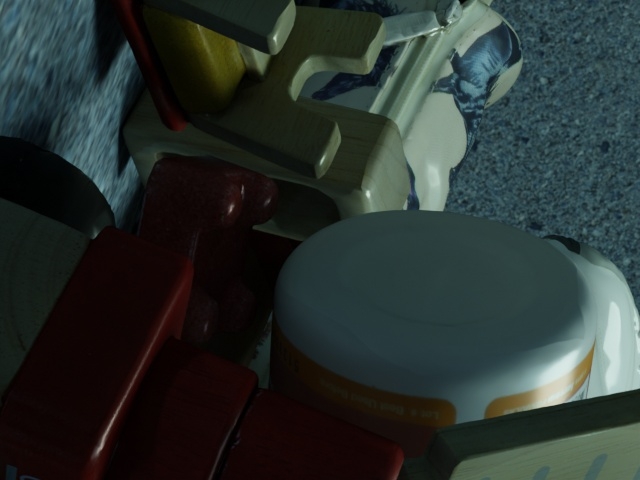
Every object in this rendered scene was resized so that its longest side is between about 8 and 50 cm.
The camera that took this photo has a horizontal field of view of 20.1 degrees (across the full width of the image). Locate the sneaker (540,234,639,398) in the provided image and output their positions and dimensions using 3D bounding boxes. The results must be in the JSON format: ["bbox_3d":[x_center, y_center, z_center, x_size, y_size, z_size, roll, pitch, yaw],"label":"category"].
[{"bbox_3d":[0.079,0.132,0.977,0.129,0.111,0.297,-30,148,-60],"label":"sneaker"}]

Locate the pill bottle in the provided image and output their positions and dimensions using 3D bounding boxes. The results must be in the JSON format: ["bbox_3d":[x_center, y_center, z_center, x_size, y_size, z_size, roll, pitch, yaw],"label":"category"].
[{"bbox_3d":[0.037,0.107,0.714,0.121,0.121,0.216,-63,160,-59],"label":"pill bottle"}]

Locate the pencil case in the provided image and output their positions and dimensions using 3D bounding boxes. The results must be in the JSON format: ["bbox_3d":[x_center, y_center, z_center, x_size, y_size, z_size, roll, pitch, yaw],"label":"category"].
[{"bbox_3d":[0.000,0.000,1.140,0.183,0.160,0.410,107,6,-56],"label":"pencil case"}]

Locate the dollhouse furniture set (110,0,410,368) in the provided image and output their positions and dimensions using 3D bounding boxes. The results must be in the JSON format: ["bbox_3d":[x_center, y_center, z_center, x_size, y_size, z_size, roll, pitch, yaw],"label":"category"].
[{"bbox_3d":[-0.062,0.024,0.797,0.374,0.152,0.201,71,38,-58],"label":"dollhouse furniture set"}]

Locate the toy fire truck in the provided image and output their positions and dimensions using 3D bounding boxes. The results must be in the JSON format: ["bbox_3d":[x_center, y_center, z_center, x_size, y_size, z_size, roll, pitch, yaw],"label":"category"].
[{"bbox_3d":[-0.025,0.090,0.578,0.217,0.246,0.158,107,6,-52],"label":"toy fire truck"}]
